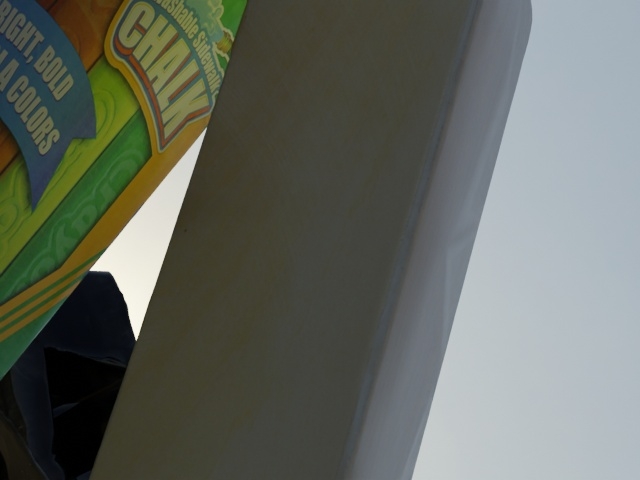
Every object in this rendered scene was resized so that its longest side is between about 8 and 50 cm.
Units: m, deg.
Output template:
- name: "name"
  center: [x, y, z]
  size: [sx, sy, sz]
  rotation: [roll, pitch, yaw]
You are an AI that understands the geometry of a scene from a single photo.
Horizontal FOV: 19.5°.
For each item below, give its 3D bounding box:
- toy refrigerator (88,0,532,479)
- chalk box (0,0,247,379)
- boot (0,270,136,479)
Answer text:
- name: "toy refrigerator"
  center: [0.000, 0.000, 0.681]
  size: [0.094, 0.270, 0.102]
  rotation: [11, -22, 16]
- name: "chalk box"
  center: [-0.147, -0.104, 0.735]
  size: [0.179, 0.289, 0.180]
  rotation: [30, -16, 29]
- name: "boot"
  center: [-0.220, 0.280, 1.373]
  size: [0.445, 0.146, 0.367]
  rotation: [-49, -120, 41]
